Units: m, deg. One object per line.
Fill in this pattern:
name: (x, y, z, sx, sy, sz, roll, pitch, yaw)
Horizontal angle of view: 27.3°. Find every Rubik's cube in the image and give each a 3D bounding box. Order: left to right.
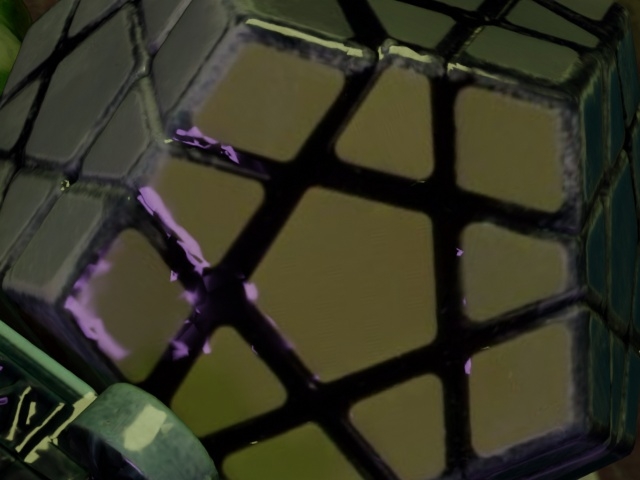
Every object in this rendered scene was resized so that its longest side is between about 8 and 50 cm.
Rubik's cube: (0.000, 0.000, 0.575, 0.264, 0.319, 0.319, 0, 29, 23)

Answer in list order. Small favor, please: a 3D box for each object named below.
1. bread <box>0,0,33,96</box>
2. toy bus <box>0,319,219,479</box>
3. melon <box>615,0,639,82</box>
bread: (-0.349, -0.084, 0.724, 0.366, 0.129, 0.382, 33, 40, 28)
toy bus: (-0.144, 0.103, 0.480, 0.271, 0.164, 0.133, 31, 61, 27)
melon: (0.229, -0.220, 1.012, 0.223, 0.223, 0.317, 15, 32, 5)
